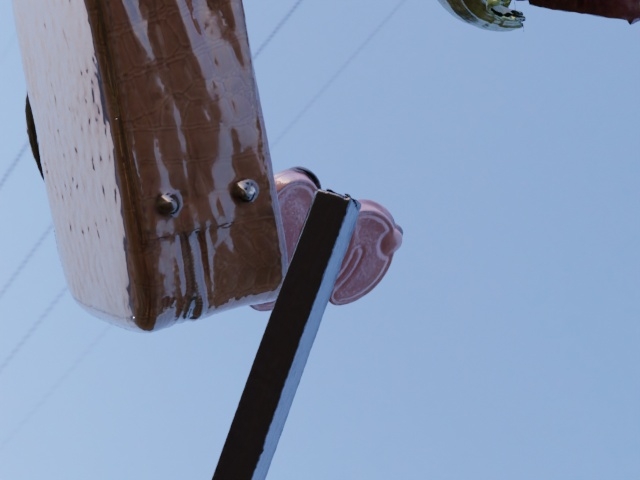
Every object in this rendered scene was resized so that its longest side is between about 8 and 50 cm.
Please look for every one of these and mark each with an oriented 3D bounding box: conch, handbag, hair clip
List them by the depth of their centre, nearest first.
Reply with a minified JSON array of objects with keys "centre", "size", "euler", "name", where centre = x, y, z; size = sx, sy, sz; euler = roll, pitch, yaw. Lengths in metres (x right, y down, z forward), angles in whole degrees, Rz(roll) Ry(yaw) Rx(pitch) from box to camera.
[{"centre":[-0.085,-0.061,0.583],"size":[0.151,0.072,0.193],"euler":[4,-74,64],"name":"handbag"},{"centre":[0.110,-0.181,0.858],"size":[0.074,0.089,0.121],"euler":[-43,-140,22],"name":"conch"},{"centre":[0.001,0.004,1.066],"size":[0.138,0.102,0.123],"euler":[21,-73,-8],"name":"hair clip"}]

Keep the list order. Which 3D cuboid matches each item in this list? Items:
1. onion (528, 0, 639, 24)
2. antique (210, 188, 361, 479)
[{"centre":[0.125,-0.200,0.633],"size":[0.207,0.200,0.200],"euler":[20,-57,23],"name":"onion"},{"centre":[-0.026,0.074,0.416],"size":[0.015,0.031,0.192],"euler":[19,-94,9],"name":"antique"}]
